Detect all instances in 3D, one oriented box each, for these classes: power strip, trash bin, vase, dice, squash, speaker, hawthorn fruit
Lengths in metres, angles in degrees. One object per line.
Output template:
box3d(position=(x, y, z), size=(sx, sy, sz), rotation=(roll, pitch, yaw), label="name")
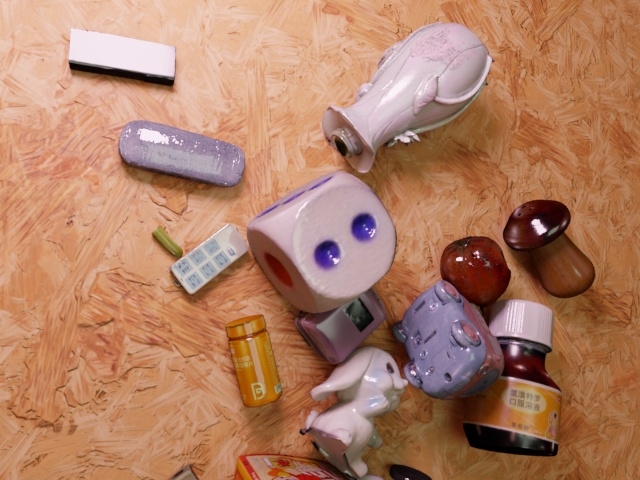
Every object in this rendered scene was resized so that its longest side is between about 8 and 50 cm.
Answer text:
box3d(position=(-0.256, 0.042, 1.148), size=(0.192, 0.035, 0.081), rotation=(-39, 100, -19), label="power strip")
box3d(position=(-0.311, 0.547, 1.085), size=(0.092, 0.043, 0.061), rotation=(-33, 98, -19), label="trash bin")
box3d(position=(0.214, -0.365, 1.269), size=(0.445, 0.250, 0.250), rotation=(-39, 100, -15), label="vase")
box3d(position=(0.000, 0.000, 1.137), size=(0.251, 0.259, 0.243), rotation=(-36, 102, -21), label="dice")
box3d(position=(-0.343, 0.005, 1.120), size=(0.027, 0.027, 0.083), rotation=(-45, 103, -19), label="squash")
box3d(position=(-0.436, -0.405, 1.103), size=(0.218, 0.044, 0.082), rotation=(2, 85, -21), label="speaker")
box3d(position=(0.425, 0.102, 1.355), size=(0.181, 0.181, 0.235), rotation=(-25, 108, -21), label="hawthorn fruit")

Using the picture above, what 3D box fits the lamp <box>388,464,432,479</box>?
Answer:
box3d(position=(0.135, 0.726, 1.244), size=(0.108, 0.130, 0.371), rotation=(37, 87, 9), label="lamp")

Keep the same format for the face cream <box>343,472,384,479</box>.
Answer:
box3d(position=(0.100, 0.620, 1.200), size=(0.117, 0.117, 0.104), rotation=(21, 61, -19), label="face cream")

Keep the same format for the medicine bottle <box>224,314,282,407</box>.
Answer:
box3d(position=(-0.153, 0.274, 1.139), size=(0.096, 0.096, 0.192), rotation=(-14, 92, -22), label="medicine bottle")

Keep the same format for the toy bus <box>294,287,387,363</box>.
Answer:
box3d(position=(0.056, 0.184, 1.204), size=(0.202, 0.142, 0.142), rotation=(-41, 101, -19), label="toy bus")

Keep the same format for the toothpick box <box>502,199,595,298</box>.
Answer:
box3d(position=(0.665, 0.021, 1.441), size=(0.192, 0.192, 0.294), rotation=(-44, 107, -19), label="toothpick box")

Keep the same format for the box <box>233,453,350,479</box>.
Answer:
box3d(position=(-0.048, 0.609, 1.055), size=(0.259, 0.283, 0.214), rotation=(13, 83, -21), label="box")

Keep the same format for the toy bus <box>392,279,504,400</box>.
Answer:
box3d(position=(0.339, 0.260, 1.246), size=(0.231, 0.294, 0.197), rotation=(26, 119, -26), label="toy bus")

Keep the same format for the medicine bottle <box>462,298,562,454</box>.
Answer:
box3d(position=(0.517, 0.363, 1.337), size=(0.242, 0.242, 0.396), rotation=(18, 68, -20), label="medicine bottle")

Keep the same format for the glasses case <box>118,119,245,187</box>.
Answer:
box3d(position=(-0.309, -0.194, 1.127), size=(0.282, 0.067, 0.109), rotation=(11, 79, -19), label="glasses case")

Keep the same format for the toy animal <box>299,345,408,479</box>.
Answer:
box3d(position=(0.079, 0.397, 1.177), size=(0.289, 0.174, 0.249), rotation=(-30, 131, -45), label="toy animal")
